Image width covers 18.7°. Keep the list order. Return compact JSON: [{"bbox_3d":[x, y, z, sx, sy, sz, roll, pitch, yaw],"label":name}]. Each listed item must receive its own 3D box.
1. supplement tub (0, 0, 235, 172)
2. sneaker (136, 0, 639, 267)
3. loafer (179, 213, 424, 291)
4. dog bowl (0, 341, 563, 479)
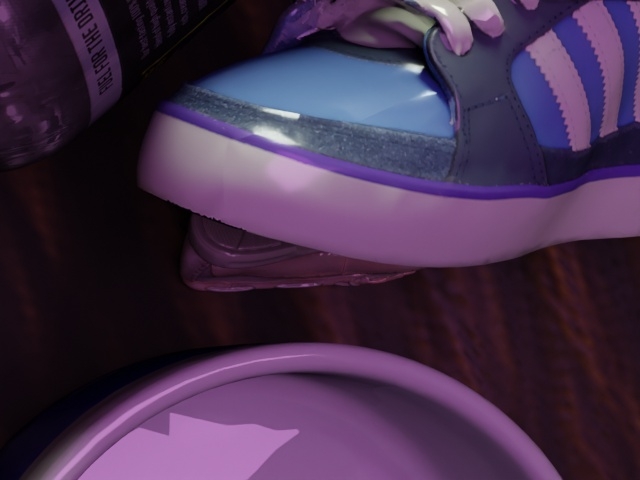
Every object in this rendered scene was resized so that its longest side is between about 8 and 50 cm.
[{"bbox_3d":[-0.091,-0.167,0.688,0.338,0.207,0.207,-43,103,-18],"label":"supplement tub"},{"bbox_3d":[0.076,-0.122,0.741,0.322,0.130,0.236,-3,109,-44],"label":"sneaker"},{"bbox_3d":[0.000,0.000,0.813,0.125,0.039,0.045,-2,56,-25],"label":"loafer"},{"bbox_3d":[-0.022,0.171,0.757,0.265,0.104,0.265,1,87,-22],"label":"dog bowl"}]
